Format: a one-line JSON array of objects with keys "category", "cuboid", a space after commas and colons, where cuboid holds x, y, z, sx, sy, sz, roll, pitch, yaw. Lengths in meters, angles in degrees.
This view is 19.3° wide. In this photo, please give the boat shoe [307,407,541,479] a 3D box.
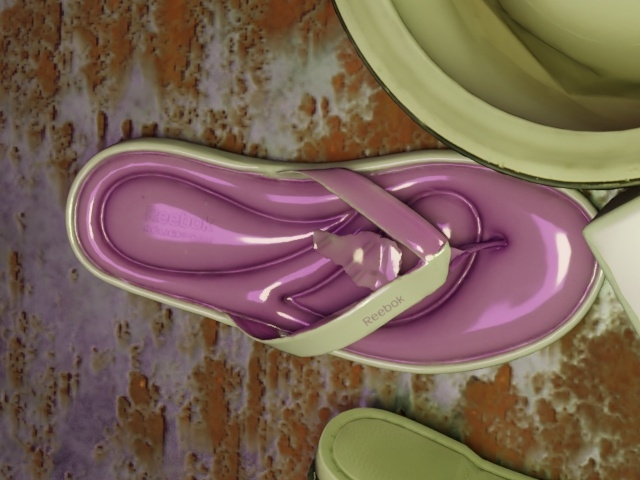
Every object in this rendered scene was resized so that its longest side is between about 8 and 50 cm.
[{"category": "boat shoe", "cuboid": [0.138, 0.250, 1.374, 0.340, 0.127, 0.113, 25, 133, 4]}]

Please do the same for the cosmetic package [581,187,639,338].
[{"category": "cosmetic package", "cuboid": [0.429, -0.025, 1.226, 0.453, 0.161, 0.230, -30, 89, 18]}]

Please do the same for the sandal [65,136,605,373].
[{"category": "sandal", "cuboid": [0.000, 0.015, 1.381, 0.416, 0.102, 0.169, 4, 99, 15]}]

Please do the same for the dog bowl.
[{"category": "dog bowl", "cuboid": [0.201, -0.236, 1.175, 0.408, 0.150, 0.407, 2, 94, 33]}]
